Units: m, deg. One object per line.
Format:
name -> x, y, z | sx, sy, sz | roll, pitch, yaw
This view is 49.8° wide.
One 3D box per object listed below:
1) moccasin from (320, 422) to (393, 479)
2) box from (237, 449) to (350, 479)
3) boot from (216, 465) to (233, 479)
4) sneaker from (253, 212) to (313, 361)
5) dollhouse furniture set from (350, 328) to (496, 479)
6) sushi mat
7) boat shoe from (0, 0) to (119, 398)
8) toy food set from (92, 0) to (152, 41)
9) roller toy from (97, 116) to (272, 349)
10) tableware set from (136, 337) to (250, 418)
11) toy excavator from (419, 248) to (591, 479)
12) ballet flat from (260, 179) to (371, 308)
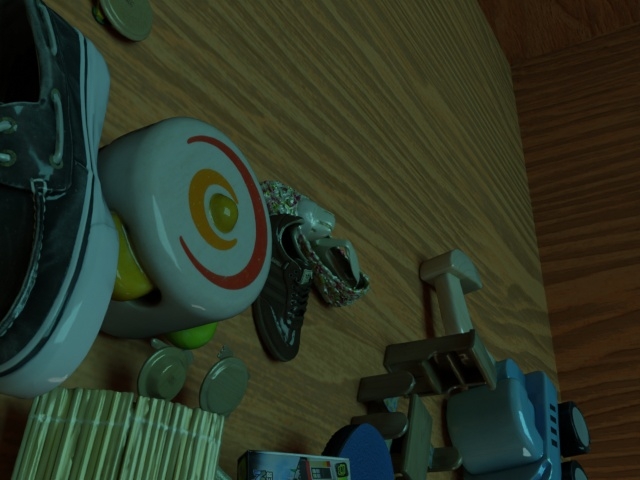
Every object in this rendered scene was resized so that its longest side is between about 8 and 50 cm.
moccasin -> -0.015, 0.348, 0.747 | 0.138, 0.117, 0.342 | 50, 40, -20
box -> -0.023, 0.310, 0.652 | 0.114, 0.036, 0.207 | 11, 54, -21
boot -> -0.112, 0.297, 0.594 | 0.165, 0.077, 0.213 | -46, 114, -46
sneaker -> -0.043, 0.057, 0.874 | 0.066, 0.071, 0.188 | 5, 72, -62
dollhouse furniture set -> 0.179, 0.275, 1.091 | 0.212, 0.161, 0.242 | 58, 32, -31
sushi mat -> -0.164, 0.266, 0.484 | 0.151, 0.019, 0.316 | 16, 64, -19
boat shoe -> -0.231, -0.053, 0.505 | 0.119, 0.121, 0.335 | 49, 23, -53
toy food set -> -0.216, -0.259, 0.757 | 0.082, 0.020, 0.083 | 32, 50, -53
roller toy -> -0.141, -0.012, 0.641 | 0.209, 0.146, 0.191 | 35, 47, -51
tableware set -> -0.134, 0.170, 0.640 | 0.141, 0.020, 0.168 | 37, 73, -51
toy excavator -> 0.340, 0.290, 1.370 | 0.445, 0.222, 0.433 | 51, 34, -25
ballet flat -> 0.000, 0.000, 0.980 | 0.241, 0.077, 0.091 | 54, 35, -34
